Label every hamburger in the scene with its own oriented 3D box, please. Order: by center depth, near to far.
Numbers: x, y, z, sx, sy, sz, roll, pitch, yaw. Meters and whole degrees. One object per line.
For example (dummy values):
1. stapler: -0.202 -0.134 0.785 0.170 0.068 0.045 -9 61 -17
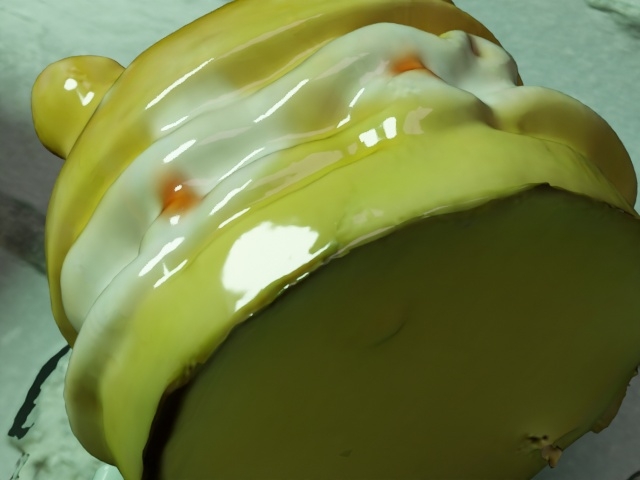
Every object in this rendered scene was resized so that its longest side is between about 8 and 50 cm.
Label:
1. hamburger: 0.000 0.000 0.799 0.276 0.276 0.237 -16 48 -20

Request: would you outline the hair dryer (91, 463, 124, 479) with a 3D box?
1. hair dryer: -0.093 0.158 0.792 0.155 0.044 0.183 29 52 9
